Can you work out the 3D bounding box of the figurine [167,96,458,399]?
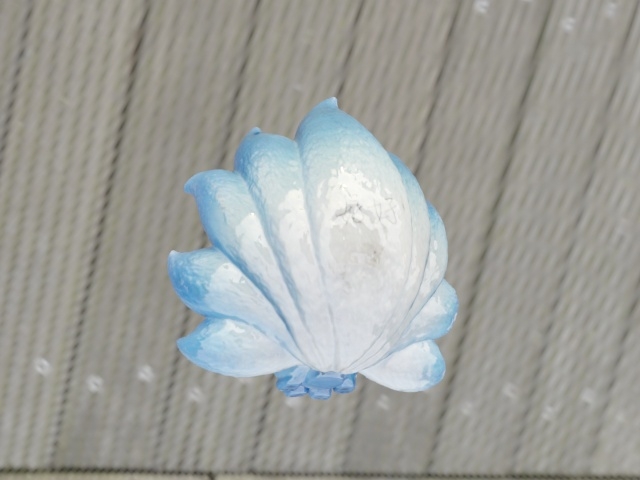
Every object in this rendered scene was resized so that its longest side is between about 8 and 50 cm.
[{"bbox_3d":[0.000,0.000,0.655,0.114,0.079,0.114,6,68,-15],"label":"figurine"}]
